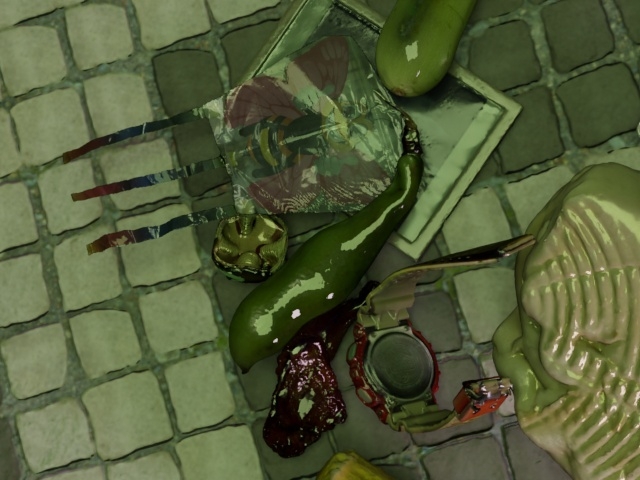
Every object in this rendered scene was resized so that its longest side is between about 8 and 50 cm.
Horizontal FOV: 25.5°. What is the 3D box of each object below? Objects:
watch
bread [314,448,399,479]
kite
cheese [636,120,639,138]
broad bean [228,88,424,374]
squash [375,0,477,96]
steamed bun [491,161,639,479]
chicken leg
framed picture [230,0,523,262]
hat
[{"bbox_3d":[0.126,0.097,1.366,0.102,0.268,0.165,-9,83,-31],"label":"watch"},{"bbox_3d":[0.051,0.310,1.380,0.170,0.197,0.197,17,86,6],"label":"bread"},{"bbox_3d":[-0.087,-0.086,1.493,0.360,0.022,0.204,-19,77,-3],"label":"kite"},{"bbox_3d":[0.392,-0.199,1.455,0.137,0.064,0.227,28,89,12],"label":"cheese"},{"bbox_3d":[0.010,0.006,1.456,0.098,0.056,0.318,32,87,4],"label":"broad bean"},{"bbox_3d":[0.133,-0.260,1.485,0.083,0.083,0.250,27,77,11],"label":"squash"},{"bbox_3d":[0.306,0.078,1.367,0.276,0.203,0.289,-43,83,26],"label":"steamed bun"},{"bbox_3d":[-0.002,0.131,1.483,0.093,0.053,0.205,18,92,-9],"label":"chicken leg"},{"bbox_3d":[0.048,-0.135,1.522,0.281,0.019,0.209,33,89,11],"label":"framed picture"},{"bbox_3d":[-0.074,0.011,1.503,0.077,0.059,0.076,9,68,4],"label":"hat"}]
